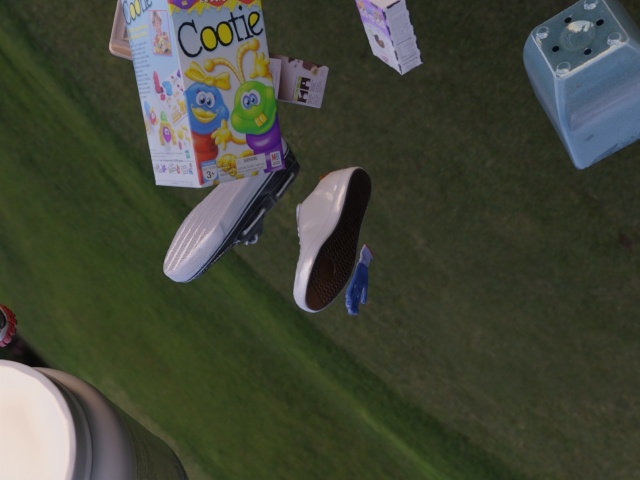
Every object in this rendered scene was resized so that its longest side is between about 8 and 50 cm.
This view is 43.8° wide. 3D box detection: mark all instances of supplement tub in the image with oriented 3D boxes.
[{"bbox_3d":[-0.284,0.271,0.831,0.235,0.235,0.325,34,162,24],"label":"supplement tub"}]

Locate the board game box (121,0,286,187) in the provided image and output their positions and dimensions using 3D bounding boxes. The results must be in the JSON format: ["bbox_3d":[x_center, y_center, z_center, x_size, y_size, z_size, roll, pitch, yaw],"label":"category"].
[{"bbox_3d":[-0.160,-0.222,1.094,0.144,0.142,0.275,9,111,53],"label":"board game box"}]

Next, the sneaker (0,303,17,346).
[{"bbox_3d":[-0.616,0.102,1.332,0.225,0.088,0.093,22,176,20],"label":"sneaker"}]

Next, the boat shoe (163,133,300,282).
[{"bbox_3d":[-0.147,-0.045,1.461,0.119,0.335,0.121,45,167,-34],"label":"boat shoe"}]

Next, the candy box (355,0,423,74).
[{"bbox_3d":[0.174,-0.549,2.052,0.165,0.070,0.196,51,169,49],"label":"candy box"}]

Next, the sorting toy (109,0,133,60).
[{"bbox_3d":[-0.307,-0.448,1.585,0.193,0.208,0.038,15,-154,-10],"label":"sorting toy"}]

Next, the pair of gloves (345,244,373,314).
[{"bbox_3d":[0.064,0.062,1.688,0.023,0.159,0.198,4,152,28],"label":"pair of gloves"}]

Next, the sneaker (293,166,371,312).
[{"bbox_3d":[0.000,0.000,1.465,0.123,0.290,0.106,-1,148,41],"label":"sneaker"}]

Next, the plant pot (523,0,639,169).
[{"bbox_3d":[0.547,-0.344,1.602,0.252,0.247,0.248,35,-149,-50],"label":"plant pot"}]

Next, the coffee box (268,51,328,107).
[{"bbox_3d":[-0.153,-0.443,2.131,0.297,0.119,0.168,6,-169,-29],"label":"coffee box"}]
